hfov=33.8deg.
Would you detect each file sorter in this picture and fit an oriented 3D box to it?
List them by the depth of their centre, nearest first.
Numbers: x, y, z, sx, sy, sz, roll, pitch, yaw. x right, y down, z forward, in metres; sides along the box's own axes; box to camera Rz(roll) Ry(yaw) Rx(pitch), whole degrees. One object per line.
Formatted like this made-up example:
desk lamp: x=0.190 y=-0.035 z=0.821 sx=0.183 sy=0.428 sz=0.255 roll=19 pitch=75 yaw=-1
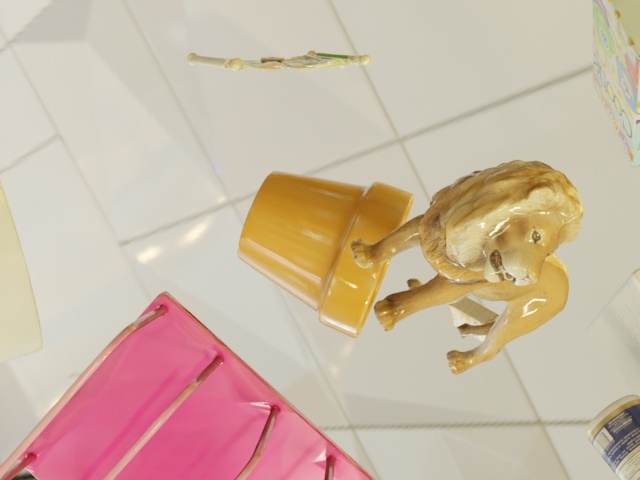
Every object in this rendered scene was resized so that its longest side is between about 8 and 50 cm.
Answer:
file sorter: x=-0.103 y=0.221 z=0.864 sx=0.202 sy=0.290 sz=0.182 roll=-48 pitch=180 yaw=4

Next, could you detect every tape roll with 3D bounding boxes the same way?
tape roll: x=-0.416 y=0.010 z=1.237 sx=0.100 sy=0.286 sz=0.286 roll=-16 pitch=-176 yaw=-20

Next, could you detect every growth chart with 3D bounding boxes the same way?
growth chart: x=-0.051 y=-0.232 z=1.367 sx=0.237 sy=0.021 sz=0.172 roll=-9 pitch=-165 yaw=-37

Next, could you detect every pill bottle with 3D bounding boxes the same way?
pill bottle: x=0.444 y=0.299 z=1.415 sx=0.094 sy=0.169 sz=0.094 roll=-23 pitch=145 yaw=-17

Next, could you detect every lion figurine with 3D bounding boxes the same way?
lion figurine: x=0.192 y=0.030 z=1.145 sx=0.240 sy=0.142 sz=0.392 roll=-25 pitch=160 yaw=17

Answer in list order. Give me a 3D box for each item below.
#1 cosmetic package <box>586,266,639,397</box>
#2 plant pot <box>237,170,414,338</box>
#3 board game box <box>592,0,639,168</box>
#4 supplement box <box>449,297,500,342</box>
cosmetic package: x=0.542 y=0.097 z=1.498 sx=0.230 sy=0.162 sz=0.453 roll=-32 pitch=166 yaw=0
plant pot: x=0.000 y=0.000 z=1.389 sx=0.205 sy=0.187 sz=0.205 roll=22 pitch=90 yaw=-85
board game box: x=0.416 y=-0.226 z=1.259 sx=0.144 sy=0.142 sz=0.275 roll=-20 pitch=154 yaw=6
supplement box: x=0.290 y=0.149 z=1.956 sx=0.036 sy=0.062 sz=0.098 roll=-40 pitch=-134 yaw=-23
